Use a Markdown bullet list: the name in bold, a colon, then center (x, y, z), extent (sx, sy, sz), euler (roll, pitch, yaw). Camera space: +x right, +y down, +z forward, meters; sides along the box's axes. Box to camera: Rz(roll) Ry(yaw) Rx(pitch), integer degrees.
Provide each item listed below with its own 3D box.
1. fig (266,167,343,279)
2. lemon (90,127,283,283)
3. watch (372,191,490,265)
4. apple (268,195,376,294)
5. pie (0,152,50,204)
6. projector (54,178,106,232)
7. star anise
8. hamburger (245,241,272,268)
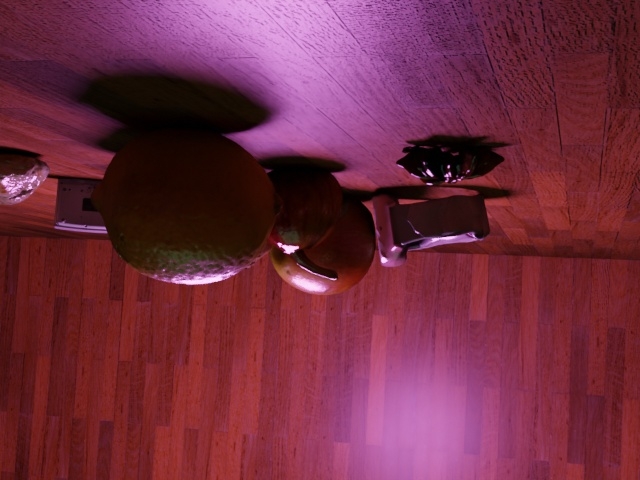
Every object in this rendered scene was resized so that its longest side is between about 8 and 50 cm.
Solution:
- **fig**: center (-0.047, -0.033, 1.863), extent (0.175, 0.207, 0.175), euler (4, -177, 0)
- **lemon**: center (-0.205, -0.052, 1.512), extent (0.268, 0.267, 0.267), euler (3, 175, 0)
- **watch**: center (0.238, -0.039, 2.111), extent (0.241, 0.161, 0.253), euler (-10, 177, 3)
- **apple**: center (0.000, 0.000, 2.242), extent (0.226, 0.246, 0.246), euler (7, 174, -25)
- **pie**: center (-0.639, -0.121, 1.922), extent (0.201, 0.089, 0.248), euler (8, 170, -20)
- **projector**: center (-0.518, -0.078, 2.210), extent (0.147, 0.115, 0.061), euler (5, 173, -13)
- **star anise**: center (0.206, -0.118, 1.547), extent (0.168, 0.057, 0.168), euler (5, 175, 0)
- **hamburger**: center (-0.162, -0.042, 1.963), extent (0.208, 0.135, 0.155), euler (34, -157, 36)
